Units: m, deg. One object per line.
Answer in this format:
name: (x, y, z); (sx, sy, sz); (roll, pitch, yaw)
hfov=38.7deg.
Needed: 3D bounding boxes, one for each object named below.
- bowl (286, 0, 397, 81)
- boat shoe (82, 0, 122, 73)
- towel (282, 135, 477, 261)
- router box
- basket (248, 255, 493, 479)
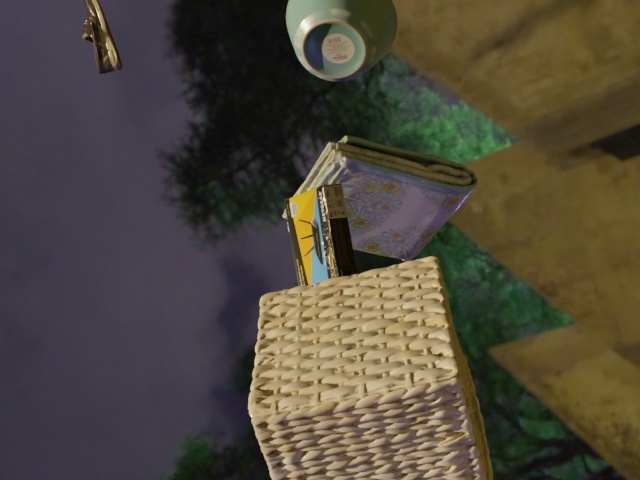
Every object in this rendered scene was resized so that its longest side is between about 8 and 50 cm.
bowl: (0.046, -0.555, 2.460); (0.311, 0.312, 0.163); (51, -148, -29)
boat shoe: (-0.395, -0.366, 1.603); (0.056, 0.049, 0.152); (117, 132, -78)
towel: (0.134, -0.094, 2.149); (0.375, 0.320, 0.090); (13, -128, -21)
router box: (0.000, 0.000, 1.631); (0.046, 0.133, 0.178); (-6, -97, -35)
basket: (0.071, 0.235, 1.425); (0.328, 0.332, 0.266); (-90, -16, -58)
